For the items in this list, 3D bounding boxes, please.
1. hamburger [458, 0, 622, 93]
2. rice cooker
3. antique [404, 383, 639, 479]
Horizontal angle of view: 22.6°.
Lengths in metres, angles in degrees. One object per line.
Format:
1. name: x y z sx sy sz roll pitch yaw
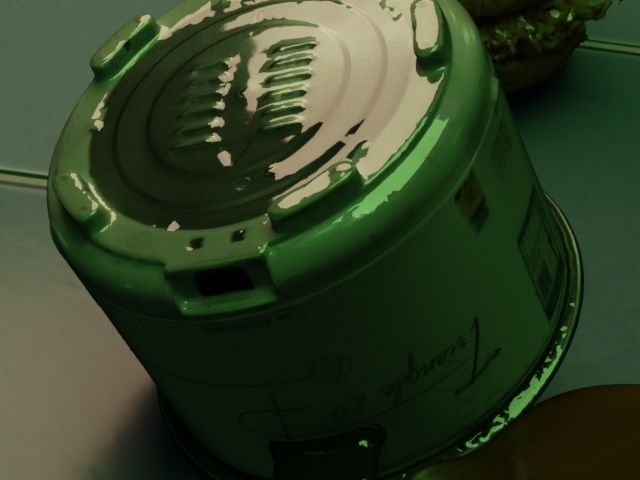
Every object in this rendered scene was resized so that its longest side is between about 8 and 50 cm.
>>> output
1. hamburger: 0.085 -0.218 1.103 0.260 0.211 0.245 12 44 12
2. rice cooker: 0.000 0.000 0.814 0.241 0.227 0.280 -13 45 17
3. antique: 0.168 0.164 0.725 0.278 0.129 0.223 -4 42 -14
